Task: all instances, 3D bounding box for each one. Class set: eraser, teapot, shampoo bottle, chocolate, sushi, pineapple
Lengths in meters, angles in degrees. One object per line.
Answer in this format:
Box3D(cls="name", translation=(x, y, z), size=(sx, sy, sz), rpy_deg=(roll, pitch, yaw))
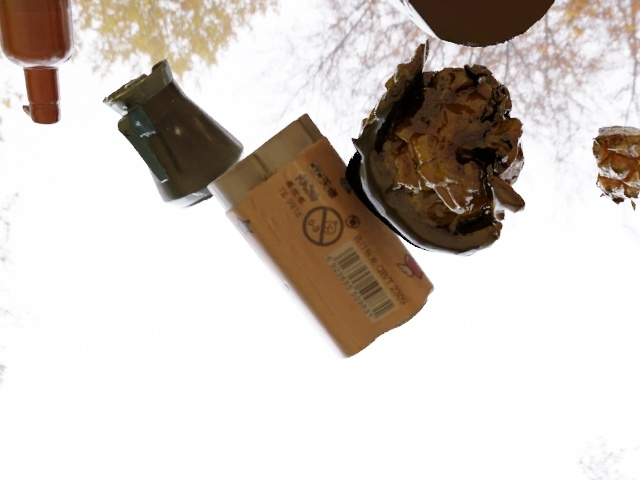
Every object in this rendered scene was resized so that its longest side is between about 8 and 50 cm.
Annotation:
Box3D(cls="eraser", translation=(0.000, 0.000, 0.977), size=(0.171, 0.087, 0.290), rpy_deg=(-35, -82, 13))
Box3D(cls="teapot", translation=(-0.251, -0.173, 1.258), size=(0.225, 0.171, 0.203), rpy_deg=(55, -155, -21))
Box3D(cls="shampoo bottle", translation=(-0.309, -0.246, 0.806), size=(0.085, 0.244, 0.085), rpy_deg=(4, -155, -2))
Box3D(cls="chocolate", translation=(0.263, -0.586, 1.463), size=(0.384, 0.383, 0.331), rpy_deg=(-19, -145, -13))
Box3D(cls="sushi", translation=(0.145, -0.105, 0.890), size=(0.204, 0.200, 0.213), rpy_deg=(28, -118, 1))
Box3D(cls="pineapple", translation=(0.395, -0.109, 1.000), size=(0.069, 0.137, 0.116), rpy_deg=(0, -124, 17))
